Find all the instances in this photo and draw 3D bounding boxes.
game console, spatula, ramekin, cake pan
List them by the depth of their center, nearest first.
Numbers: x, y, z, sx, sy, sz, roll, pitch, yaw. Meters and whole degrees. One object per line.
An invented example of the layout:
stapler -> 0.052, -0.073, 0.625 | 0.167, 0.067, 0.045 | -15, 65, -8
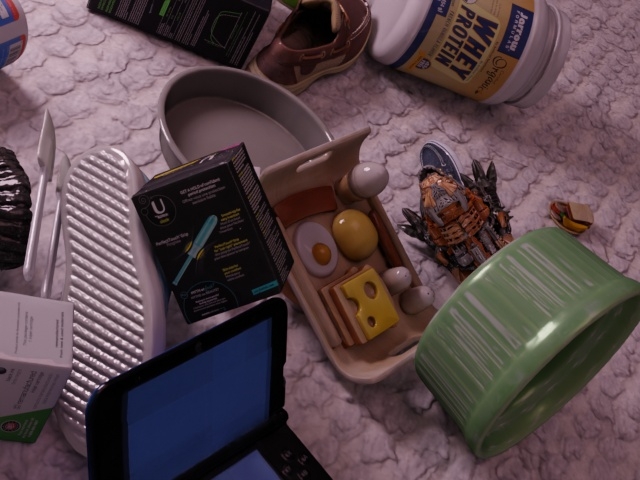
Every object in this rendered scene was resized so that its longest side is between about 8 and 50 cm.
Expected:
game console -> -0.087, 0.240, 1.119 | 0.250, 0.173, 0.293 | 48, 42, 15
spatula -> -0.304, -0.014, 1.250 | 0.019, 0.168, 0.242 | -6, 51, 2
ramekin -> 0.265, 0.125, 1.385 | 0.303, 0.303, 0.148 | -18, 55, -44
cake pan -> -0.107, -0.136, 1.564 | 0.293, 0.054, 0.293 | 19, 43, -18

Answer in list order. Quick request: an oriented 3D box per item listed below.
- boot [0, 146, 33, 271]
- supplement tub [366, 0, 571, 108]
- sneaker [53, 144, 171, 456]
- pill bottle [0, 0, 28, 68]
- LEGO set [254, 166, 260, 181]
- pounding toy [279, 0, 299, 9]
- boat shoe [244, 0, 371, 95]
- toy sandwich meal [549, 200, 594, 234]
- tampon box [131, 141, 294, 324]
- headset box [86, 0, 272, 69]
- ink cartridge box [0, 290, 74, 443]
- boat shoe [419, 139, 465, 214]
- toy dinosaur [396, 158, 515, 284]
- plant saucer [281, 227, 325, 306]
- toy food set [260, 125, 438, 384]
boot -> -0.484, -0.108, 1.213 | 0.260, 0.131, 0.348 | -7, 66, -31
supplement tub -> 0.265, -0.379, 1.922 | 0.316, 0.228, 0.228 | 18, 43, -19
sneaker -> -0.214, 0.077, 1.229 | 0.150, 0.135, 0.366 | 44, 40, -59
pill bottle -> -0.490, -0.250, 1.359 | 0.124, 0.124, 0.221 | 40, 39, 6
LEGO set -> -0.133, -0.010, 1.335 | 0.093, 0.227, 0.087 | 7, 66, -6
pounding toy -> -0.028, -0.526, 1.956 | 0.183, 0.110, 0.237 | -14, 60, -42
boat shoe -> 0.004, -0.354, 1.789 | 0.123, 0.123, 0.342 | 41, 44, 8
toy sandwich meal -> 0.438, -0.045, 1.867 | 0.085, 0.029, 0.086 | 19, 43, -18
tampon box -> -0.119, -0.010, 1.214 | 0.101, 0.120, 0.161 | -69, 139, -71
headset box -> -0.222, -0.440, 1.722 | 0.283, 0.131, 0.246 | 21, 42, -15
ink cartridge box -> -0.366, 0.119, 1.062 | 0.208, 0.153, 0.087 | 12, 46, -24
boat shoe -> 0.188, -0.090, 1.712 | 0.083, 0.065, 0.183 | 0, 52, -36
toy dinosaur -> 0.217, 0.012, 1.544 | 0.164, 0.322, 0.218 | -17, 34, -3
plant saucer -> 0.000, 0.000, 1.465 | 0.200, 0.037, 0.200 | 18, 61, -35
toy food set -> 0.061, 0.015, 1.420 | 0.219, 0.092, 0.306 | -27, 90, -44
